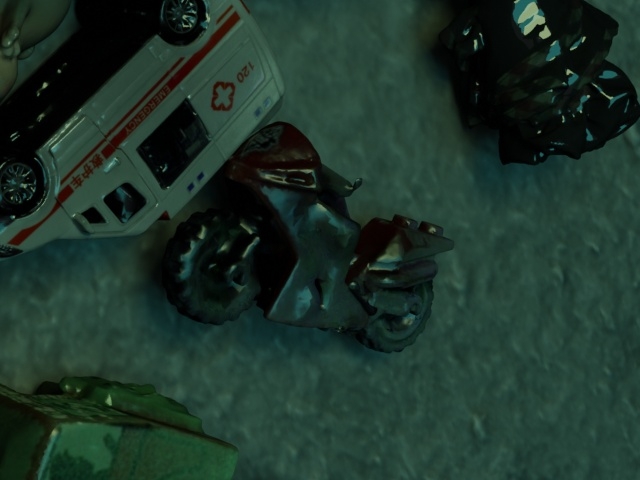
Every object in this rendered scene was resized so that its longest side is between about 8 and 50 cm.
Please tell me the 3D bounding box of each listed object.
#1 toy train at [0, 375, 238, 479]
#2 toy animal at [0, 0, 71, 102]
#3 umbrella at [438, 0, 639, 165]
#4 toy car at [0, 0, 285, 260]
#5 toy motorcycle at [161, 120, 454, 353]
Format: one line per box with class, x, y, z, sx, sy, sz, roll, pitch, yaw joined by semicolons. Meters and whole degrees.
toy train;-0.158;0.227;0.812;0.159;0.129;0.326;21;85;-38
toy animal;-0.177;-0.110;0.771;0.089;0.083;0.150;34;53;4
umbrella;0.110;-0.177;0.951;0.110;0.122;0.272;-61;136;-67
toy car;-0.115;-0.053;0.822;0.209;0.089;0.108;-49;126;-22
toy motorcycle;-0.001;0.000;0.918;0.213;0.082;0.122;14;100;-44
